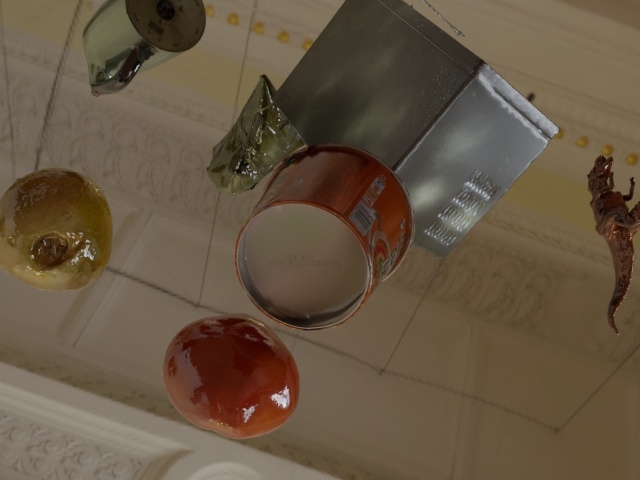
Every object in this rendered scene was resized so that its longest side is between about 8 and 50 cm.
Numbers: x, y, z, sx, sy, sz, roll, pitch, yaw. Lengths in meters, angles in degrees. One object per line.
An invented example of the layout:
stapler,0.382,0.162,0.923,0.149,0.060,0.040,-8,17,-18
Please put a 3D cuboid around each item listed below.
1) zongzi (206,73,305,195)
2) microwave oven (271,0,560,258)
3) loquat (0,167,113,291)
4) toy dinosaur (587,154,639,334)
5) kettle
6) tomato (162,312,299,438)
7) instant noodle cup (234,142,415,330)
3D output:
zongzi,-0.167,-0.225,1.698,0.251,0.274,0.125,-43,-109,0
microwave oven,0.145,-0.226,1.406,0.236,0.374,0.432,29,-161,-38
loquat,-0.451,-0.019,1.300,0.213,0.213,0.213,9,-133,-10
toy dinosaur,0.678,-0.025,1.728,0.097,0.208,0.432,9,-113,-16
kettle,-0.369,-0.394,1.512,0.165,0.255,0.240,32,-114,-34
tomato,-0.158,0.239,1.410,0.260,0.180,0.260,19,-156,-9
instant noodle cup,0.000,0.000,1.118,0.250,0.250,0.192,25,-154,6
